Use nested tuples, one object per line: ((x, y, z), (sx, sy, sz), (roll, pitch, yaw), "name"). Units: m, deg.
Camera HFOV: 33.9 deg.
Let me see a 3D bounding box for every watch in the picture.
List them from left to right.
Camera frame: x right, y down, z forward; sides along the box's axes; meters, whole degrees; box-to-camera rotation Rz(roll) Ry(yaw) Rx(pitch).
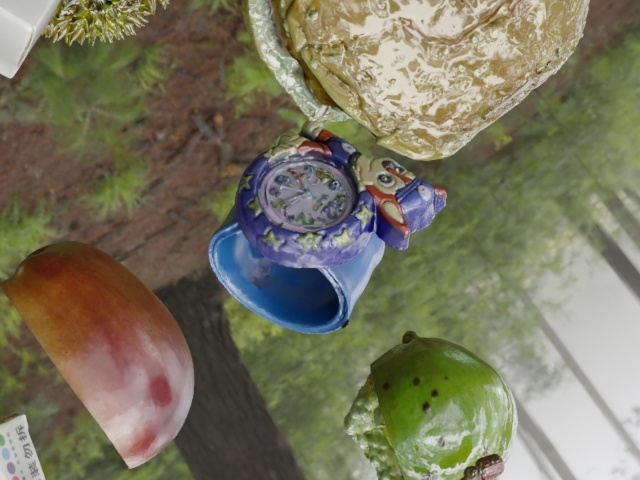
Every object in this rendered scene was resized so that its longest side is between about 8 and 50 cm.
((-0.009, 0.000, 1.100), (0.171, 0.196, 0.200), (-48, 165, -35), "watch")

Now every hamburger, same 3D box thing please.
((0.090, -0.210, 0.857), (0.285, 0.134, 0.265), (-45, 125, -8), "hamburger")

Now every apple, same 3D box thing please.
((-0.367, 0.178, 1.672), (0.329, 0.365, 0.295), (-27, -171, 36), "apple")

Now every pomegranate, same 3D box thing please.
((0.183, 0.298, 1.565), (0.260, 0.340, 0.260), (-27, 169, -6), "pomegranate")

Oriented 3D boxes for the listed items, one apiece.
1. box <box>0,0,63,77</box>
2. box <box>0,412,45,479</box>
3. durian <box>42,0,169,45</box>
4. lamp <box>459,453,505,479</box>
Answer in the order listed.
((-0.255, -0.229, 0.644), (0.067, 0.243, 0.155), (-35, -153, 54), "box")
((-0.438, 0.341, 1.207), (0.274, 0.221, 0.091), (-22, 180, 11), "box")
((-0.256, -0.339, 1.094), (0.291, 0.291, 0.224), (-39, -173, 15), "durian")
((0.188, 0.273, 1.216), (0.063, 0.031, 0.083), (-14, 146, -26), "lamp")
